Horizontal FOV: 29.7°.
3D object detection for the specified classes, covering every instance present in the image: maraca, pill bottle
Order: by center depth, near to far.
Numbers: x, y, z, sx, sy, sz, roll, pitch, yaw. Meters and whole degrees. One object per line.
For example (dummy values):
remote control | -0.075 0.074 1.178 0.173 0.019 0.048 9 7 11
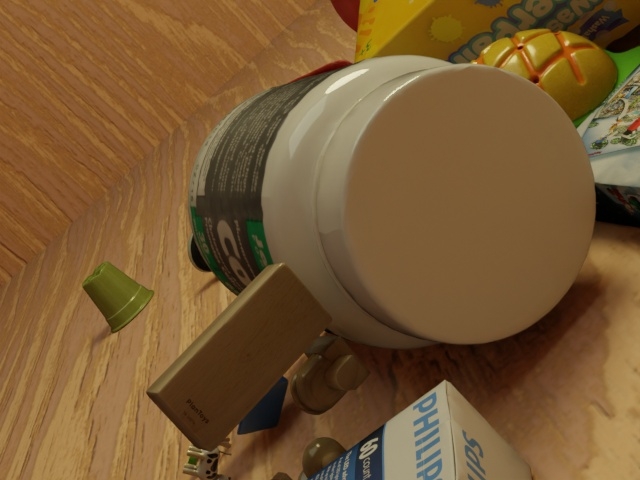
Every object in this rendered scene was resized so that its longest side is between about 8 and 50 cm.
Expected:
pill bottle | 0.036 -0.029 0.892 0.204 0.204 0.361 -46 14 -12
maraca | 0.191 -0.118 0.964 0.185 0.099 0.127 -1 46 31

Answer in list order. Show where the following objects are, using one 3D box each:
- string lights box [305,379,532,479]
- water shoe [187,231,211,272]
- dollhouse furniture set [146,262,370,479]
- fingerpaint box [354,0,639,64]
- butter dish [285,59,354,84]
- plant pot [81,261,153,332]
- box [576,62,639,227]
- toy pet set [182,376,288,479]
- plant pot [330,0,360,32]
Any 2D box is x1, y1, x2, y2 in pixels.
string lights box | -0.010 0.198 0.624 0.259 0.077 0.133 -38 16 18
water shoe | -0.087 -0.025 1.462 0.203 0.073 0.080 -39 17 17
dollhouse furniture set | -0.046 0.121 0.791 0.144 0.151 0.123 -46 15 -22
fingerpaint box | 0.232 -0.356 1.110 0.445 0.163 0.371 -38 33 38
butter dish | 0.035 -0.096 1.239 0.160 0.160 0.118 -8 56 64
plant pot | -0.293 0.073 1.713 0.083 0.079 0.083 -39 15 12
box | 0.251 -0.077 0.778 0.159 0.044 0.233 -45 15 -7
toy pet set | -0.070 0.154 0.988 0.122 0.065 0.114 -83 7 -72
plant pot | 0.127 -0.381 1.593 0.275 0.275 0.243 -46 5 -12
